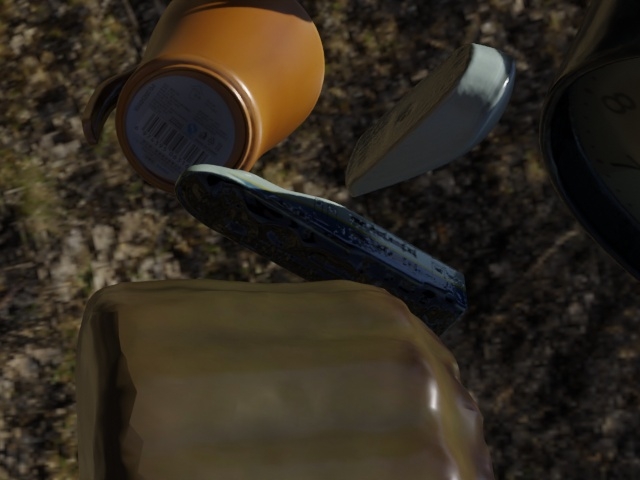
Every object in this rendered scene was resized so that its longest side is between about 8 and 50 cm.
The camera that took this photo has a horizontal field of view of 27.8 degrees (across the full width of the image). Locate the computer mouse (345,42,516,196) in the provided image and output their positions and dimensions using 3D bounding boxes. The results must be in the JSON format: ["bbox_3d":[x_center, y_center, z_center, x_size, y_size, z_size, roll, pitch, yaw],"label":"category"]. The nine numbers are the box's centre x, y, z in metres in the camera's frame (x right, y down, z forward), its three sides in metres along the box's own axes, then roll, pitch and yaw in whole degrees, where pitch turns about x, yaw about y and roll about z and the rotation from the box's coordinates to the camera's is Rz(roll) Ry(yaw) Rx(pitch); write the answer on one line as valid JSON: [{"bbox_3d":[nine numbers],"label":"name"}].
[{"bbox_3d":[0.120,-0.120,1.381,0.079,0.231,0.128,43,34,-15],"label":"computer mouse"}]

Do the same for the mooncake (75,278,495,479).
[{"bbox_3d":[-0.022,0.159,0.557,0.161,0.290,0.290,-1,81,-11],"label":"mooncake"}]

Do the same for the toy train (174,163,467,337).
[{"bbox_3d":[0.000,0.000,0.948,0.234,0.052,0.051,29,33,-17],"label":"toy train"}]

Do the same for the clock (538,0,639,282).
[{"bbox_3d":[0.314,-0.022,0.804,0.386,0.386,0.076,44,70,-31],"label":"clock"}]

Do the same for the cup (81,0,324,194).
[{"bbox_3d":[-0.121,-0.141,1.239,0.264,0.226,0.182,-70,148,-67],"label":"cup"}]
